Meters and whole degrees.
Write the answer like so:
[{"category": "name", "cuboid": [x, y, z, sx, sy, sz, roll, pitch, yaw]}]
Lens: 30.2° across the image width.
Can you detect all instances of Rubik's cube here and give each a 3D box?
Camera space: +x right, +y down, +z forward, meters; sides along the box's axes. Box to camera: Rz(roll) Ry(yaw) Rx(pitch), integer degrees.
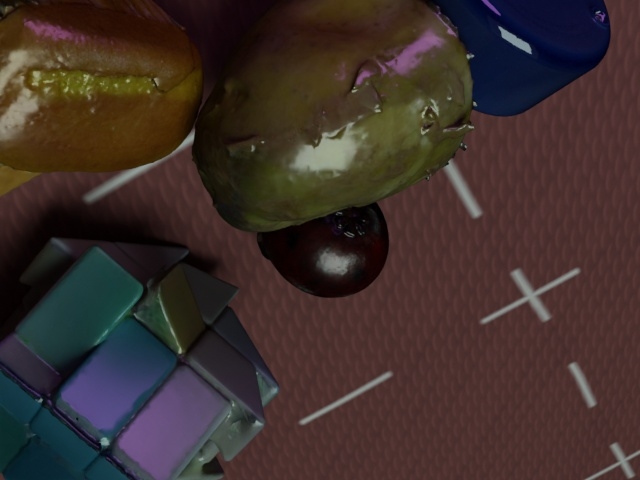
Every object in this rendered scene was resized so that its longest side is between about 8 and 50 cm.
[{"category": "Rubik's cube", "cuboid": [-0.266, 0.195, 1.579, 0.387, 0.368, 0.358, 43, 116, -3]}]

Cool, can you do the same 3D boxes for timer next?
[{"category": "timer", "cuboid": [0.131, -0.208, 1.447, 0.270, 0.270, 0.383, 12, 141, -34]}]

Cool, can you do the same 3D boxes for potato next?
[{"category": "potato", "cuboid": [-0.013, -0.126, 1.301, 0.237, 0.301, 0.289, -41, 161, -35]}]

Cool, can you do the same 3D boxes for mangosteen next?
[{"category": "mangosteen", "cuboid": [0.000, 0.000, 1.646, 0.199, 0.200, 0.200, -13, 137, -12]}]

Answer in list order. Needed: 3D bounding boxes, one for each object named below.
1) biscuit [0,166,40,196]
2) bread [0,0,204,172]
[{"category": "biscuit", "cuboid": [-0.336, -0.140, 1.370, 0.249, 0.030, 0.160, -34, 140, -23]}, {"category": "bread", "cuboid": [-0.260, -0.178, 1.271, 0.288, 0.156, 0.204, -2, 115, -42]}]
